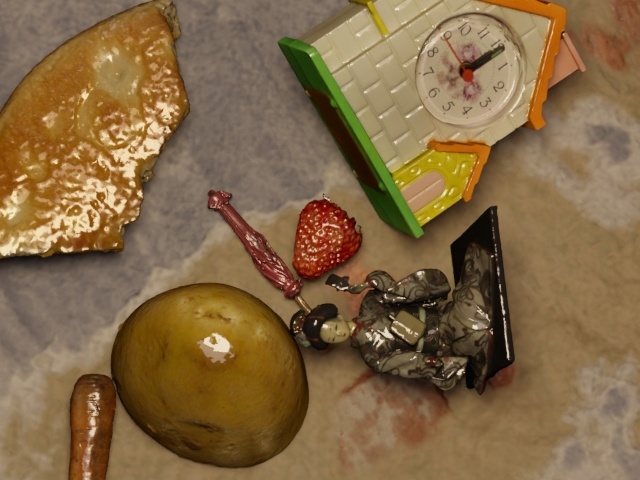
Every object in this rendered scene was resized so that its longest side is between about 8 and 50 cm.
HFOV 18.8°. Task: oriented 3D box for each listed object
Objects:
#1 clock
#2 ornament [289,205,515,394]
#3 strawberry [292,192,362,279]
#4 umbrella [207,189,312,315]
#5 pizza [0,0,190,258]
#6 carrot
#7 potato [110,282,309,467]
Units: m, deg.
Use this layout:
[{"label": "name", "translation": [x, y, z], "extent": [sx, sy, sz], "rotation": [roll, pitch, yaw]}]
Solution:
[{"label": "clock", "translation": [0.125, -0.169, 1.906], "extent": [0.255, 0.106, 0.220], "rotation": [-35, 110, -8]}, {"label": "ornament", "translation": [0.070, 0.071, 1.863], "extent": [0.196, 0.153, 0.166], "rotation": [-4, 76, -10]}, {"label": "strawberry", "translation": [0.000, 0.000, 1.929], "extent": [0.073, 0.073, 0.083], "rotation": [43, 79, 7]}, {"label": "umbrella", "translation": [-0.060, 0.011, 1.947], "extent": [0.027, 0.025, 0.165], "rotation": [-43, 79, 11]}, {"label": "pizza", "translation": [-0.240, -0.093, 1.938], "extent": [0.182, 0.074, 0.365], "rotation": [28, 76, 6]}, {"label": "carrot", "translation": [-0.226, 0.224, 1.876], "extent": [0.047, 0.047, 0.191], "rotation": [4, 77, -2]}, {"label": "potato", "translation": [-0.106, 0.114, 1.857], "extent": [0.178, 0.158, 0.203], "rotation": [-40, 77, -12]}]
